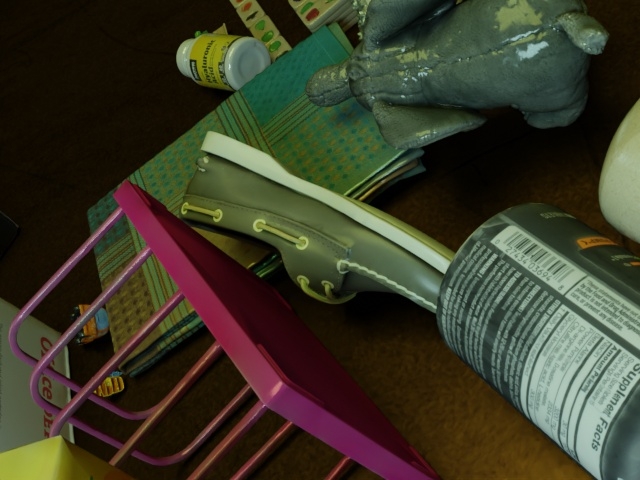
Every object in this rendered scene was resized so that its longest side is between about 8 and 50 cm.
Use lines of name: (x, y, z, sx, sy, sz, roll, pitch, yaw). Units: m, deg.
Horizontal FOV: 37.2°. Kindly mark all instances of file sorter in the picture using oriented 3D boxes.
file sorter: (-0.092, 0.130, 0.736, 0.182, 0.202, 0.290, -48, 42, 2)

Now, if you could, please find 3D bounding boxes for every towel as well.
towel: (-0.085, -0.054, 0.995, 0.370, 0.040, 0.271, -37, 42, 11)

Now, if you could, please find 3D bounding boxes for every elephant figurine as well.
elephant figurine: (0.096, -0.145, 0.802, 0.239, 0.186, 0.170, -13, 59, 5)

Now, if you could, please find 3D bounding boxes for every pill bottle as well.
pill bottle: (0.192, 0.083, 0.597, 0.130, 0.130, 0.245, -46, 42, -1)
pill bottle: (-0.118, -0.211, 1.123, 0.116, 0.065, 0.065, 17, 69, 45)

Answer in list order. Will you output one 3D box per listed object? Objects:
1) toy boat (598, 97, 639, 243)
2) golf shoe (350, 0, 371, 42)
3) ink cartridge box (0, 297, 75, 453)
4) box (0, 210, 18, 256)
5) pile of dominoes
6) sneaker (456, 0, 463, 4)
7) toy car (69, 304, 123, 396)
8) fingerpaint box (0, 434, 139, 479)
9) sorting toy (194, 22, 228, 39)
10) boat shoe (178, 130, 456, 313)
toy boat: (0.319, -0.013, 0.583, 0.267, 0.148, 0.318, -19, 40, 19)
golf shoe: (0.085, -0.221, 0.987, 0.086, 0.069, 0.176, -21, 47, -3)
ink cartridge box: (-0.387, 0.133, 0.884, 0.129, 0.307, 0.223, -34, 43, 15)
box: (-0.611, 0.093, 1.252, 0.318, 0.097, 0.395, 15, 68, 42)
pile of dominoes: (-0.018, -0.323, 1.152, 0.196, 0.040, 0.251, -39, 43, 7)
sneaker: (0.151, -0.361, 1.007, 0.146, 0.104, 0.296, -30, 50, 14)
toy car: (-0.228, 0.118, 0.987, 0.040, 0.060, 0.122, -9, 58, -24)
fingerpaint box: (-0.075, 0.369, 0.404, 0.163, 0.371, 0.445, -20, 47, 25)
sorting toy: (-0.140, -0.248, 1.208, 0.062, 0.012, 0.083, -34, 46, 19)
boat shoe: (0.002, 0.001, 0.816, 0.305, 0.109, 0.091, 28, 91, 30)
